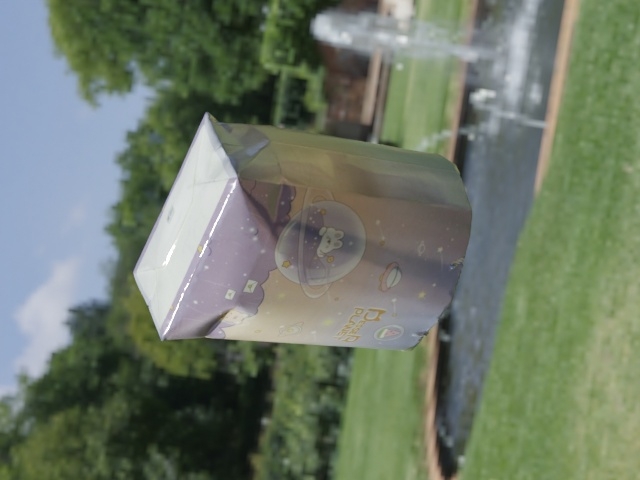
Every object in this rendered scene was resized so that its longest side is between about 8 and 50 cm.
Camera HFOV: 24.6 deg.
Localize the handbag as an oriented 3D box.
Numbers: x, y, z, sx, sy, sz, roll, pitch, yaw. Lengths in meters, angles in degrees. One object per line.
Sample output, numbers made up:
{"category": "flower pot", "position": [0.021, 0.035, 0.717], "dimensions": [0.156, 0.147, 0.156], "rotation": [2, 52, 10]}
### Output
{"category": "handbag", "position": [0.000, 0.000, 0.765], "dimensions": [0.117, 0.173, 0.095], "rotation": [-61, 37, 33]}
